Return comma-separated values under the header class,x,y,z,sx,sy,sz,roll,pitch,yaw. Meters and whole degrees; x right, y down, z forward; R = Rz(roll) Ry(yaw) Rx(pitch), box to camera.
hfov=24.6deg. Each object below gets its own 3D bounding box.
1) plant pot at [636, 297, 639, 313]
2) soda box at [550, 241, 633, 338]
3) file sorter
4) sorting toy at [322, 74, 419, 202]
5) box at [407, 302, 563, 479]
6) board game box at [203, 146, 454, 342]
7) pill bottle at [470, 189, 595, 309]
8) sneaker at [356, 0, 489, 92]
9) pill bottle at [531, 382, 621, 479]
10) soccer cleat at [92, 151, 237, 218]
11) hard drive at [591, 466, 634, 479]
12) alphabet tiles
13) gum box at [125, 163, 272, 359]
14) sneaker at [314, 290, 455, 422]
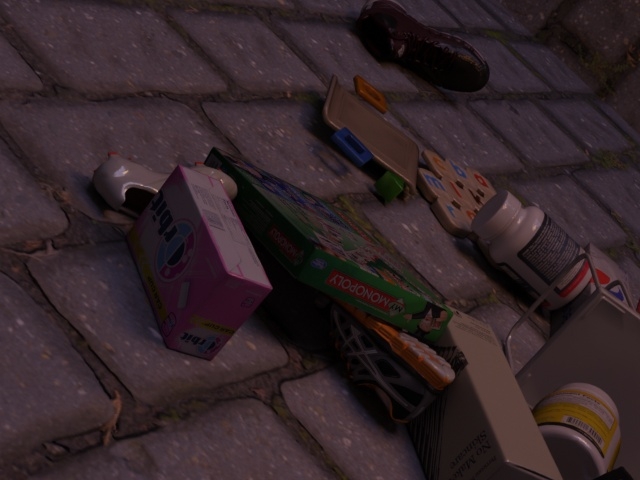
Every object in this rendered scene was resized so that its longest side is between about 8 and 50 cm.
class,x,y,z,sx,sy,sz,roll,pitch,yaw
plant pot,0.672,0.145,2.413,0.275,0.275,0.243,48,12,19
soda box,0.421,0.109,2.264,0.091,0.098,0.286,38,22,-5
file sorter,0.410,0.177,1.994,0.277,0.193,0.173,35,20,-13
sorting toy,0.073,-0.159,2.288,0.196,0.047,0.348,40,22,-11
box,0.168,0.202,1.658,0.094,0.113,0.275,27,24,-29
board game box,0.000,0.000,1.752,0.213,0.046,0.317,27,10,-33
pill bottle,0.321,0.011,2.235,0.180,0.108,0.108,42,21,-13
sneaker,0.181,-0.351,2.778,0.281,0.106,0.162,31,26,4
pill bottle,0.298,0.249,1.767,0.119,0.119,0.208,43,22,6
soccer cleat,-0.171,-0.049,1.660,0.196,0.068,0.076,7,43,-43
hard drive,0.328,0.366,1.305,0.237,0.064,0.339,63,2,-11
alphabet tiles,0.270,-0.033,2.393,0.284,0.021,0.278,18,34,-44
gum box,-0.132,0.018,1.527,0.062,0.107,0.188,22,28,-39
sneaker,0.056,0.125,1.673,0.084,0.083,0.215,21,14,-47
